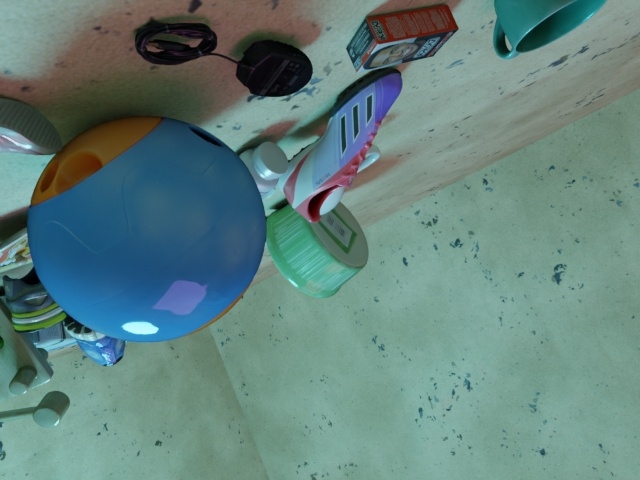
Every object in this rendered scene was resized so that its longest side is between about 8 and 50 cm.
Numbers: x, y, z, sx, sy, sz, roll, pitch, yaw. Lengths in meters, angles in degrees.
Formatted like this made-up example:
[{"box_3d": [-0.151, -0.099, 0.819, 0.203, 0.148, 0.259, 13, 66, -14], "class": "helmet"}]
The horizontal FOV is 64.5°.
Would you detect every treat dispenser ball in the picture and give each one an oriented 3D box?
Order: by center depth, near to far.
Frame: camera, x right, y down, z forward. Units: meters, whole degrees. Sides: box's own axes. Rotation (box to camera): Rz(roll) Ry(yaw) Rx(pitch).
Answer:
[{"box_3d": [-0.215, -0.015, 0.657, 0.288, 0.288, 0.288, -23, 173, -3], "class": "treat dispenser ball"}]

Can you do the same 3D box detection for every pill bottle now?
[{"box_3d": [-0.135, -0.118, 0.955, 0.160, 0.087, 0.087, -30, 170, 40], "class": "pill bottle"}]

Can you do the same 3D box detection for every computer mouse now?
[{"box_3d": [-0.101, -0.214, 0.588, 0.242, 0.041, 0.071, -5, 152, -49], "class": "computer mouse"}]

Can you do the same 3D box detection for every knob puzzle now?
[{"box_3d": [-0.463, 0.001, 0.867, 0.213, 0.030, 0.213, -34, 180, 0], "class": "knob puzzle"}]

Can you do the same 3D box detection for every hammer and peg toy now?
[{"box_3d": [-0.693, 0.272, 1.015, 0.266, 0.361, 0.127, -22, -158, -1], "class": "hammer and peg toy"}]

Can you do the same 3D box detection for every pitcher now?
[{"box_3d": [0.026, -0.143, 1.137, 0.178, 0.125, 0.207, -9, 158, -28], "class": "pitcher"}]

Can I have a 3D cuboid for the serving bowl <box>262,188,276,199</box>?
[{"box_3d": [-0.147, -0.114, 1.185, 0.083, 0.027, 0.083, -24, 173, -3], "class": "serving bowl"}]

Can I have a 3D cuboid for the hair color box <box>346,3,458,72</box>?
[{"box_3d": [0.114, -0.282, 0.711, 0.141, 0.043, 0.072, -20, 173, -23], "class": "hair color box"}]

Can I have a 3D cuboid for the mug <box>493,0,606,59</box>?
[{"box_3d": [0.298, -0.333, 0.706, 0.158, 0.097, 0.129, -27, 173, 32], "class": "mug"}]

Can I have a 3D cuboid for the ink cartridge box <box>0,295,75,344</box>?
[{"box_3d": [-0.744, 0.217, 1.239, 0.223, 0.129, 0.307, -14, 172, -8], "class": "ink cartridge box"}]

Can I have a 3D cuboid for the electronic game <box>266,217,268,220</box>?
[{"box_3d": [-0.178, -0.028, 1.648, 0.229, 0.048, 0.229, -23, 173, -3], "class": "electronic game"}]

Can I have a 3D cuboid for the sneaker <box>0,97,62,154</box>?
[{"box_3d": [-0.338, -0.110, 0.518, 0.070, 0.051, 0.134, -24, 170, 14], "class": "sneaker"}]

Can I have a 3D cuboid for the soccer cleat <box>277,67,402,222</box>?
[{"box_3d": [0.048, -0.166, 0.919, 0.318, 0.116, 0.108, -44, 161, 29], "class": "soccer cleat"}]

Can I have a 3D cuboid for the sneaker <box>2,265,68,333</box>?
[{"box_3d": [-0.495, 0.062, 1.039, 0.111, 0.121, 0.300, 7, -149, 31], "class": "sneaker"}]

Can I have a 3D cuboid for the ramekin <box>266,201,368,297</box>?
[{"box_3d": [0.000, 0.000, 1.466, 0.148, 0.303, 0.303, -37, 167, 30], "class": "ramekin"}]

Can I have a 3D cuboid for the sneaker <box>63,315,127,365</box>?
[{"box_3d": [-0.505, 0.172, 1.128, 0.130, 0.147, 0.330, -21, -151, -20], "class": "sneaker"}]
